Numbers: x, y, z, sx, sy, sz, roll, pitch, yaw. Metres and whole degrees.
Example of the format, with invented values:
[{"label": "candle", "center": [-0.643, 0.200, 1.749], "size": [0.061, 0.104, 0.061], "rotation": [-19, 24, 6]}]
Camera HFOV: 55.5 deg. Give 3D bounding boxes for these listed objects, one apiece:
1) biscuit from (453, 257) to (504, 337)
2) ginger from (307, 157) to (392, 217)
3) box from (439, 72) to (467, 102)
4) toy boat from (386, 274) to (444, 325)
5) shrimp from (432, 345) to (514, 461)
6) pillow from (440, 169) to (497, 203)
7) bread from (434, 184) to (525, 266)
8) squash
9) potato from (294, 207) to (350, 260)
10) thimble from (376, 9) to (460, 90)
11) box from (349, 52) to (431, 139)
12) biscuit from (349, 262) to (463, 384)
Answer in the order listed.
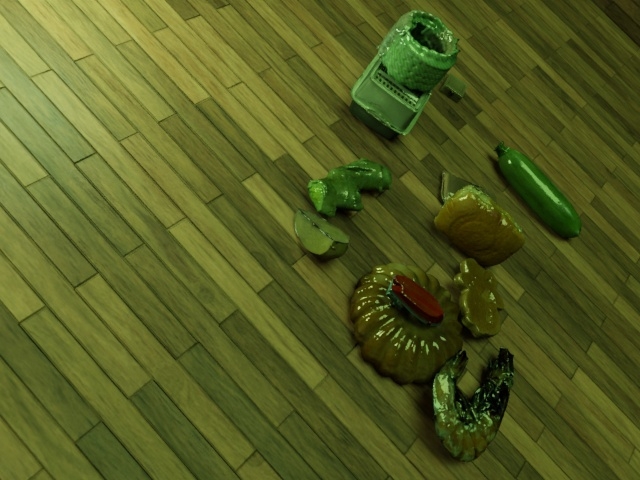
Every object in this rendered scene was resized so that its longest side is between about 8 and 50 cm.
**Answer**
[{"label": "biscuit", "center": [0.434, 0.164, 1.669], "size": [0.184, 0.035, 0.248], "rotation": [30, 45, -24]}, {"label": "ginger", "center": [0.085, -0.146, 1.667], "size": [0.137, 0.089, 0.290], "rotation": [36, 44, 20]}, {"label": "box", "center": [0.465, -0.531, 2.122], "size": [0.079, 0.035, 0.083], "rotation": [34, 53, -5]}, {"label": "toy boat", "center": [0.227, 0.149, 1.452], "size": [0.173, 0.059, 0.069], "rotation": [36, 50, -11]}, {"label": "shrimp", "center": [0.377, 0.362, 1.484], "size": [0.233, 0.071, 0.365], "rotation": [54, 51, -15]}, {"label": "pillow", "center": [0.462, -0.133, 1.884], "size": [0.211, 0.034, 0.135], "rotation": [23, 50, -15]}, {"label": "bread", "center": [0.454, -0.041, 1.735], "size": [0.245, 0.174, 0.121], "rotation": [41, 47, -9]}, {"label": "squash", "center": [0.705, -0.161, 1.981], "size": [0.107, 0.107, 0.395], "rotation": [-34, 82, -38]}, {"label": "potato", "center": [0.000, 0.000, 1.549], "size": [0.101, 0.089, 0.172], "rotation": [8, 24, -46]}, {"label": "thimble", "center": [0.281, -0.549, 1.752], "size": [0.219, 0.150, 0.219], "rotation": [14, 56, -22]}, {"label": "box", "center": [0.227, -0.462, 1.873], "size": [0.221, 0.166, 0.290], "rotation": [35, 52, -4]}, {"label": "biscuit", "center": [0.227, 0.197, 1.524], "size": [0.326, 0.107, 0.325], "rotation": [15, 55, -23]}]
